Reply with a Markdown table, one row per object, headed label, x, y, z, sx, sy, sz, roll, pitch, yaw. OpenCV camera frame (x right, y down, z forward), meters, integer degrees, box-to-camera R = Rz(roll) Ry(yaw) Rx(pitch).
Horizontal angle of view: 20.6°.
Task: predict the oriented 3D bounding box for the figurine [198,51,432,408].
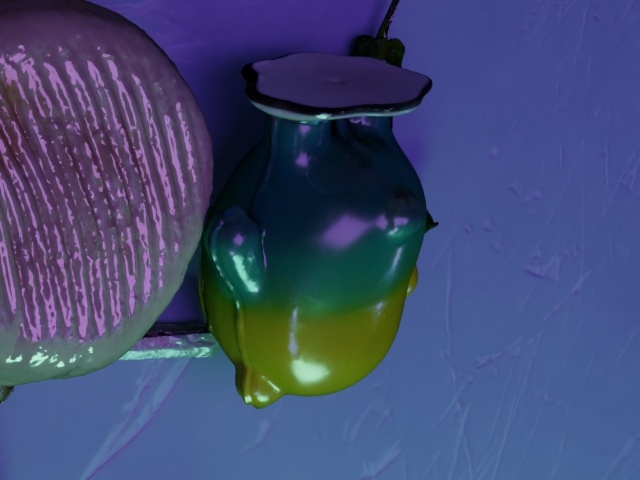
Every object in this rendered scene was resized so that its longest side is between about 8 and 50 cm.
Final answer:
| label | x | y | z | sx | sy | sz | roll | pitch | yaw |
| --- | --- | --- | --- | --- | --- | --- | --- | --- | --- |
| figurine | 0.000 | 0.000 | 1.755 | 0.323 | 0.231 | 0.340 | -22 | 125 | -46 |

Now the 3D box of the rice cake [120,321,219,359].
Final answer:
| label | x | y | z | sx | sy | sz | roll | pitch | yaw |
| --- | --- | --- | --- | --- | --- | --- | --- | --- | --- |
| rice cake | -0.197 | 0.103 | 1.792 | 0.207 | 0.033 | 0.033 | 0 | 112 | -29 |

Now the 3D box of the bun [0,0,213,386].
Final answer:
| label | x | y | z | sx | sy | sz | roll | pitch | yaw |
| --- | --- | --- | --- | --- | --- | --- | --- | --- | --- |
| bun | -0.276 | -0.045 | 1.598 | 0.365 | 0.219 | 0.365 | -3 | 94 | -44 |

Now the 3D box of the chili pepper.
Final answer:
| label | x | y | z | sx | sy | sz | roll | pitch | yaw |
| --- | --- | --- | --- | --- | --- | --- | --- | --- | --- |
| chili pepper | 0.064 | -0.129 | 1.870 | 0.122 | 0.065 | 0.279 | -15 | 111 | -36 |

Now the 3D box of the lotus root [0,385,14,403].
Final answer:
| label | x | y | z | sx | sy | sz | roll | pitch | yaw |
| --- | --- | --- | --- | --- | --- | --- | --- | --- | --- |
| lotus root | -0.365 | 0.114 | 1.673 | 0.165 | 0.088 | 0.088 | 24 | 89 | -22 |
